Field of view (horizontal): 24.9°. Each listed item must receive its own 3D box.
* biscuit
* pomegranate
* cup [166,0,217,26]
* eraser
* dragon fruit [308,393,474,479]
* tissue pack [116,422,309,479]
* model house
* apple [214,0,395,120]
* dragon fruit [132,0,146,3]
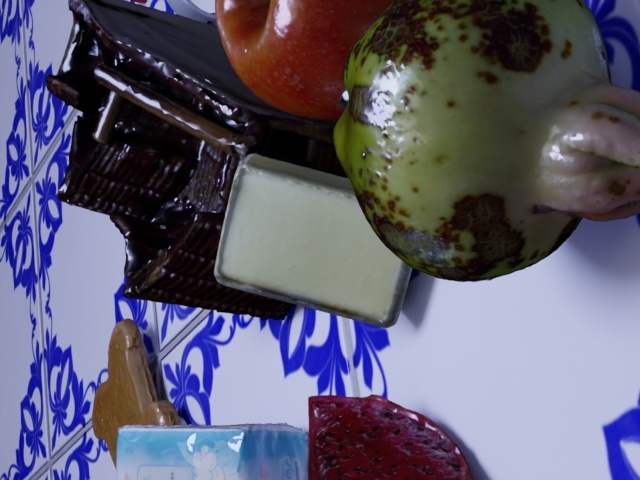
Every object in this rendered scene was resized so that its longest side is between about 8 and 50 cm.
[{"bbox_3d":[-0.217,0.274,1.829,0.339,0.047,0.216,58,139,46],"label":"biscuit"},{"bbox_3d":[0.128,-0.072,1.006,0.276,0.204,0.221,-132,33,-58],"label":"pomegranate"},{"bbox_3d":[-0.153,-0.347,1.609,0.221,0.202,0.166,-124,43,-52],"label":"cup"},{"bbox_3d":[0.000,0.000,1.296,0.058,0.172,0.117,-64,-13,-71],"label":"eraser"},{"bbox_3d":[0.058,0.267,1.214,0.262,0.134,0.211,-100,14,-58],"label":"dragon fruit"},{"bbox_3d":[-0.110,0.322,1.478,0.201,0.124,0.271,-7,79,42],"label":"tissue pack"},{"bbox_3d":[-0.134,-0.052,1.458,0.297,0.317,0.282,-111,37,-62],"label":"model house"},{"bbox_3d":[0.023,-0.210,1.251,0.218,0.201,0.218,12,104,59],"label":"apple"},{"bbox_3d":[-0.220,-0.380,1.841,0.136,0.133,0.165,-9,76,19],"label":"dragon fruit"}]
